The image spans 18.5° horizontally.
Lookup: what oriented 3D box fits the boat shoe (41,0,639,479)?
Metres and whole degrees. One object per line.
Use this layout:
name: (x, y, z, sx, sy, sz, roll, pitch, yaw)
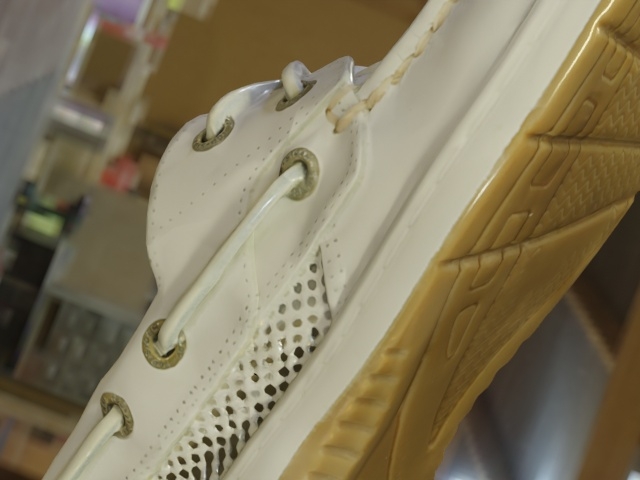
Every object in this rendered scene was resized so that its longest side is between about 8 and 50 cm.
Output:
boat shoe: (0.000, 0.000, 0.460, 0.277, 0.096, 0.098, -57, 156, 13)
